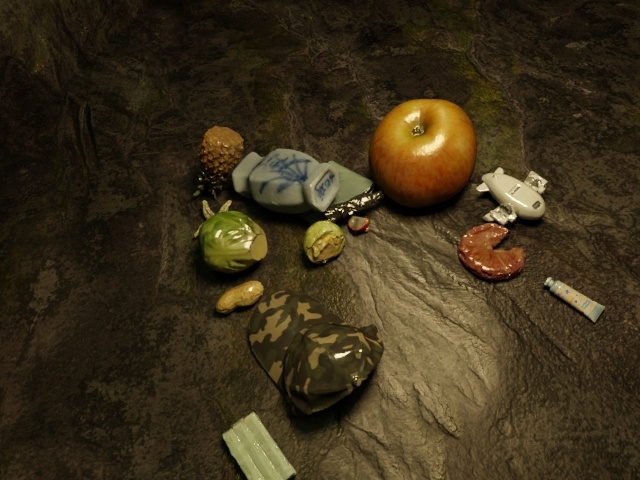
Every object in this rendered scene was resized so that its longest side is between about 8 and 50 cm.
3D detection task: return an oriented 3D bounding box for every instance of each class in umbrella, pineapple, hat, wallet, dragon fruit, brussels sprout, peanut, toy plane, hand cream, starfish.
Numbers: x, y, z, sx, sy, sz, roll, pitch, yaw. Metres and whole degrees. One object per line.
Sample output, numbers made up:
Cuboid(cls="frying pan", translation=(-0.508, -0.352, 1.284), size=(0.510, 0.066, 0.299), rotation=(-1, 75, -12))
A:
Cuboid(cls="umbrella", translation=(0.121, -0.131, 1.542), size=(0.235, 0.059, 0.066), rotation=(-25, 90, -8))
Cuboid(cls="pineapple", translation=(-0.419, -0.282, 1.670), size=(0.169, 0.340, 0.169), rotation=(19, 41, -18))
Cuboid(cls="hat", translation=(-0.040, 0.292, 1.250), size=(0.381, 0.257, 0.366), rotation=(42, 67, 10))
Cuboid(cls="wallet", translation=(0.036, -0.174, 1.652), size=(0.290, 0.054, 0.251), rotation=(-44, 55, -13))
Cuboid(cls="dragon fruit", translation=(0.143, -0.055, 1.548), size=(0.083, 0.056, 0.060), rotation=(12, 80, 34))
Cuboid(cls="brussels sprout", translation=(-0.311, 0.005, 1.492), size=(0.243, 0.244, 0.244), rotation=(-4, 54, 6))
Cuboid(cls="peanut", translation=(-0.273, 0.194, 1.426), size=(0.174, 0.080, 0.080), rotation=(-25, 55, -5))
Cuboid(cls="brussels sprout", translation=(0.000, -0.003, 1.482), size=(0.151, 0.149, 0.122), rotation=(-21, 39, -22))
Cuboid(cls="toy plane", translation=(0.676, -0.159, 1.499), size=(0.252, 0.118, 0.252), rotation=(-8, 62, 15))
Cuboid(cls="hand cream", translation=(0.770, 0.174, 1.295), size=(0.170, 0.043, 0.065), rotation=(38, 73, 24))
Cuboid(cls="starfish", translation=(-0.395, -0.080, 1.650), size=(0.175, 0.053, 0.208), rotation=(5, 59, 11))

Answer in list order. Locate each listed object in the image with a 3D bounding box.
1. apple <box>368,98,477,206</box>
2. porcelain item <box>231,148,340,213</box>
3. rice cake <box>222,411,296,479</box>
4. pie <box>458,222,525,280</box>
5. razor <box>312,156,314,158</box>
Cuboid(cls="apple", translation=(0.370, -0.327, 1.533), size=(0.399, 0.334, 0.401), rotation=(-4, 52, 4))
Cuboid(cls="porcelain item", translation=(-0.133, -0.222, 1.599), size=(0.405, 0.179, 0.243), rotation=(16, 58, 35))
Cuboid(cls="rice cake", translation=(-0.172, 0.581, 1.156), size=(0.124, 0.038, 0.211), rotation=(-33, 56, -14))
Cuboid(cls="pie", translation=(0.571, 0.035, 1.416), size=(0.204, 0.054, 0.219), rotation=(-28, 55, -11))
Cuboid(cls="razor", translation=(-0.103, -0.351, 1.812), size=(0.154, 0.028, 0.044), rotation=(5, 56, 12))
